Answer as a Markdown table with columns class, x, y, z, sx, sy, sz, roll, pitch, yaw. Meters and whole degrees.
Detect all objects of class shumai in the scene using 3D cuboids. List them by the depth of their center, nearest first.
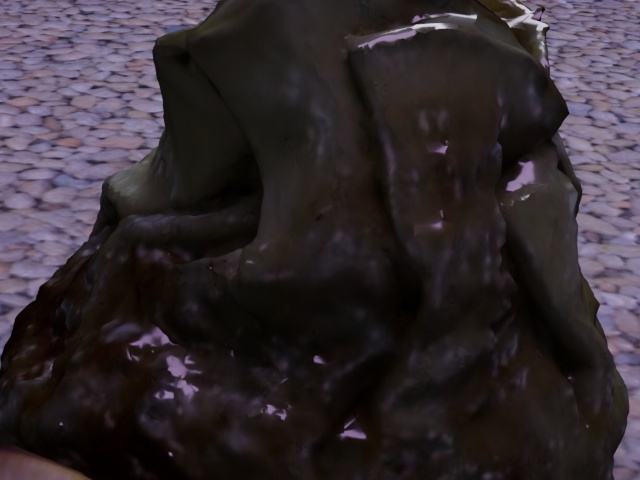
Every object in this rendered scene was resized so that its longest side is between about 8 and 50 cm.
| class | x | y | z | sx | sy | sz | roll | pitch | yaw |
| --- | --- | --- | --- | --- | --- | --- | --- | --- | --- |
| shumai | 0.000 | 0.000 | 0.719 | 0.395 | 0.348 | 0.395 | 4 | 30 | -2 |

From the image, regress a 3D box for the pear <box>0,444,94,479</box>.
| class | x | y | z | sx | sy | sz | roll | pitch | yaw |
| --- | --- | --- | --- | --- | --- | --- | --- | --- | --- |
| pear | -0.212 | 0.224 | 0.371 | 0.386 | 0.191 | 0.340 | -11 | 25 | -29 |
